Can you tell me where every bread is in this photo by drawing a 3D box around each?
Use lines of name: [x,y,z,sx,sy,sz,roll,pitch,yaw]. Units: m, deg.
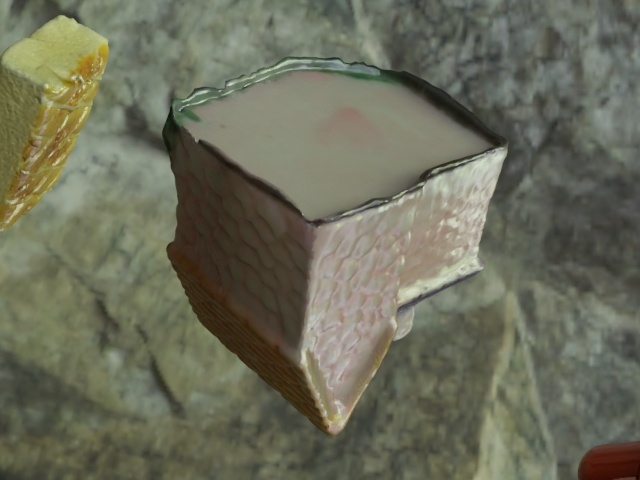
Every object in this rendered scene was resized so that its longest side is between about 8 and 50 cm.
bread: [-0.264,-0.102,1.237,0.068,0.125,0.188,32,-55,3]

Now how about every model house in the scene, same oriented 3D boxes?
model house: [0.000,0.000,1.131,0.202,0.237,0.237,33,-50,32]

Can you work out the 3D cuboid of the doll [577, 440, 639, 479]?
doll: [0.362,0.225,1.265,0.290,0.161,0.130,-16,-65,40]
